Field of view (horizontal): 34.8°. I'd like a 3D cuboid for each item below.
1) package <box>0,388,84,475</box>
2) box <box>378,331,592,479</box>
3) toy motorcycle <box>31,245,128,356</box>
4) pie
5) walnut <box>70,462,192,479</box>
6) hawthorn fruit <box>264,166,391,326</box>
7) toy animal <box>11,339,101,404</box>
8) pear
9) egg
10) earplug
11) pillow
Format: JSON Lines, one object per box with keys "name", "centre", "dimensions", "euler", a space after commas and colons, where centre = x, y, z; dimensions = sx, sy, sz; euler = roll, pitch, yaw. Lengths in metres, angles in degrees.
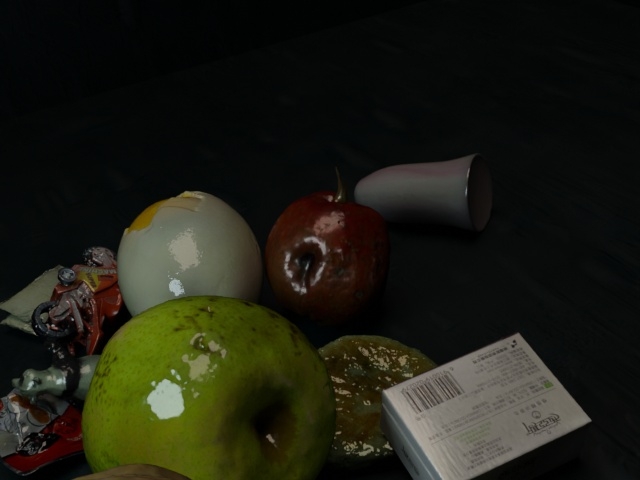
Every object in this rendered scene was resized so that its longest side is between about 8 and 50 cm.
{"name": "package", "centre": [-0.501, 0.323, 1.786], "dimensions": [0.269, 0.071, 0.194], "euler": [29, 40, 36]}
{"name": "box", "centre": [0.246, 0.279, 1.557], "dimensions": [0.260, 0.111, 0.194], "euler": [-18, 49, -20]}
{"name": "toy motorcycle", "centre": [-0.459, 0.117, 2.071], "dimensions": [0.171, 0.089, 0.298], "euler": [33, 38, -5]}
{"name": "pie", "centre": [0.081, 0.271, 1.715], "dimensions": [0.323, 0.071, 0.323], "euler": [-3, 33, 2]}
{"name": "walnut", "centre": [-0.241, 0.447, 1.180], "dimensions": [0.381, 0.381, 0.381], "euler": [-7, 29, 4]}
{"name": "hawthorn fruit", "centre": [0.020, 0.036, 1.962], "dimensions": [0.258, 0.258, 0.262], "euler": [18, 67, 39]}
{"name": "toy animal", "centre": [-0.438, 0.244, 1.836], "dimensions": [0.225, 0.094, 0.121], "euler": [6, 19, -29]}
{"name": "pear", "centre": [-0.181, 0.258, 1.522], "dimensions": [0.391, 0.391, 0.391], "euler": [-7, 29, 4]}
{"name": "egg", "centre": [-0.247, 0.067, 1.951], "dimensions": [0.283, 0.283, 0.345], "euler": [-10, 32, -3]}
{"name": "earplug", "centre": [0.213, -0.102, 2.274], "dimensions": [0.301, 0.172, 0.172], "euler": [0, 29, 27]}
{"name": "pillow", "centre": [-0.567, 0.130, 2.131], "dimensions": [0.134, 0.078, 0.181], "euler": [20, 39, 31]}
